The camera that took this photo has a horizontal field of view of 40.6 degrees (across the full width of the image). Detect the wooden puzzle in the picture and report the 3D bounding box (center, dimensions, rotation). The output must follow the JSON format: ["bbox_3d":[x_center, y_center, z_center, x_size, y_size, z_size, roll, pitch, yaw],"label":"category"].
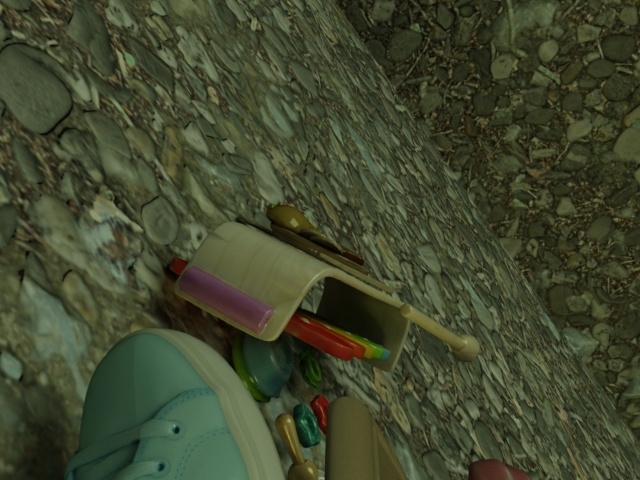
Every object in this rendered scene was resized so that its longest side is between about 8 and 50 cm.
[{"bbox_3d":[0.069,0.258,0.643,0.239,0.044,0.221,56,11,-15],"label":"wooden puzzle"}]

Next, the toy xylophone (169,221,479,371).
[{"bbox_3d":[0.013,0.071,0.848,0.236,0.081,0.322,24,-2,36],"label":"toy xylophone"}]

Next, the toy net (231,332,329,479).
[{"bbox_3d":[-0.022,0.193,0.809,0.122,0.045,0.232,48,23,-51],"label":"toy net"}]

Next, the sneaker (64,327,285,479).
[{"bbox_3d":[-0.099,0.179,0.423,0.150,0.135,0.366,42,25,-44],"label":"sneaker"}]

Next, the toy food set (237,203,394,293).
[{"bbox_3d":[0.000,0.000,0.959,0.132,0.039,0.192,27,-2,-34],"label":"toy food set"}]

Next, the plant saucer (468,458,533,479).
[{"bbox_3d":[0.201,0.350,0.736,0.332,0.084,0.332,-11,90,-86],"label":"plant saucer"}]
